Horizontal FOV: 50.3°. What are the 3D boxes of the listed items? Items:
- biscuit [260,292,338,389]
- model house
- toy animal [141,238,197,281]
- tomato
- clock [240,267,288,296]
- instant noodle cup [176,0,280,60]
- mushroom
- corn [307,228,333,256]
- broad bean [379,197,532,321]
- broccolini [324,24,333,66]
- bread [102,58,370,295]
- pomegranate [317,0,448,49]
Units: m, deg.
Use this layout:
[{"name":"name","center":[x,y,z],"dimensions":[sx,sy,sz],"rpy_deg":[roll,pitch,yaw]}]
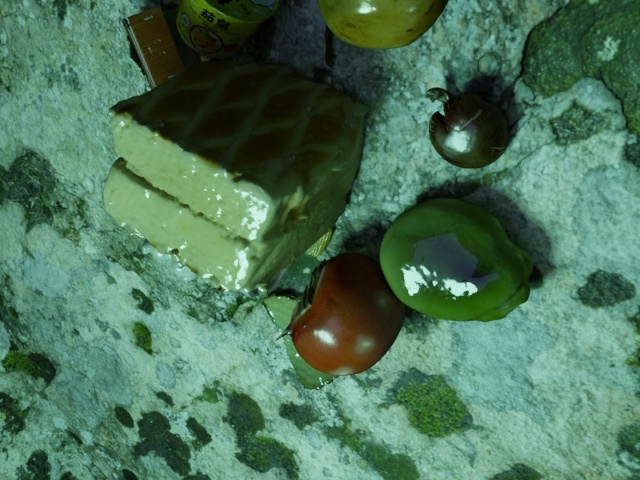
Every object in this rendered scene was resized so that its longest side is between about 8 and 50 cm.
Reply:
[{"name":"biscuit","center":[-0.024,0.241,1.656],"dimensions":[0.187,0.036,0.273],"rpy_deg":[-10,109,39]},{"name":"model house","center":[-0.349,-0.383,1.449],"dimensions":[0.207,0.136,0.219],"rpy_deg":[-4,113,35]},{"name":"toy animal","center":[-0.303,-0.015,1.573],"dimensions":[0.325,0.154,0.208],"rpy_deg":[-16,80,49]},{"name":"tomato","center":[0.052,0.152,1.412],"dimensions":[0.224,0.256,0.256],"rpy_deg":[34,133,-7]},{"name":"clock","center":[-0.130,0.026,1.494],"dimensions":[0.068,0.197,0.196],"rpy_deg":[25,128,23]},{"name":"instant noodle cup","center":[-0.186,-0.440,1.285],"dimensions":[0.182,0.182,0.144],"rpy_deg":[49,143,1]},{"name":"mushroom","center":[0.245,-0.199,1.177],"dimensions":[0.170,0.080,0.135],"rpy_deg":[45,123,0]},{"name":"corn","center":[0.000,0.000,1.497],"dimensions":[0.037,0.037,0.092],"rpy_deg":[38,128,11]},{"name":"broad bean","center":[0.250,0.040,1.278],"dimensions":[0.291,0.119,0.238],"rpy_deg":[12,111,24]},{"name":"broccolini","center":[0.023,-0.424,1.238],"dimensions":[0.044,0.042,0.218],"rpy_deg":[16,130,26]},{"name":"bread","center":[-0.152,-0.139,1.294],"dimensions":[0.371,0.390,0.279],"rpy_deg":[29,134,20]},{"name":"pomegranate","center":[0.100,-0.408,1.060],"dimensions":[0.233,0.233,0.233],"rpy_deg":[17,125,27]}]
